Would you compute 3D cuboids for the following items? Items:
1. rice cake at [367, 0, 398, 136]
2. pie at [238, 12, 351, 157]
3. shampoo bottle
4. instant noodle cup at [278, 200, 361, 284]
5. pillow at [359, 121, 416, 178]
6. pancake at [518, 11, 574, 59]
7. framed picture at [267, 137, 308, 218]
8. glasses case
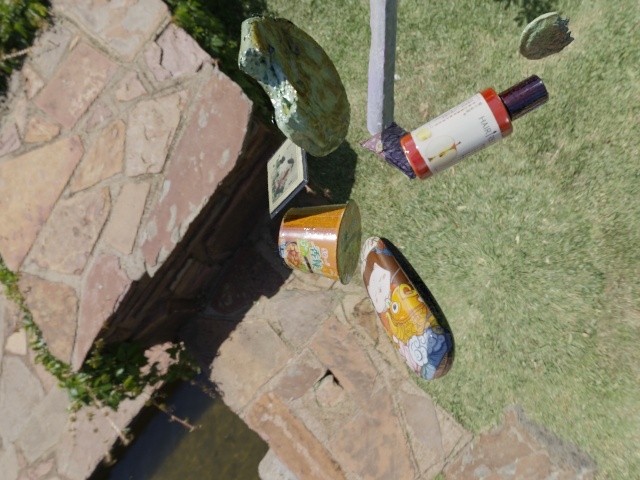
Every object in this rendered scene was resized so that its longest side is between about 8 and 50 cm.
[{"bbox_3d":[0.172,-0.484,1.129,0.070,0.064,0.400,28,127,48],"label":"rice cake"},{"bbox_3d":[-0.037,-0.301,0.784,0.066,0.302,0.303,-24,76,33],"label":"pie"},{"bbox_3d":[0.306,-0.230,0.815,0.277,0.104,0.105,-28,75,21],"label":"shampoo bottle"},{"bbox_3d":[0.000,0.000,1.138,0.182,0.230,0.231,5,88,20],"label":"instant noodle cup"},{"bbox_3d":[0.195,-0.219,0.981,0.118,0.043,0.185,-39,57,-10],"label":"pillow"},{"bbox_3d":[0.539,-0.485,0.979,0.116,0.129,0.023,-18,58,33],"label":"pancake"},{"bbox_3d":[-0.091,-0.182,1.048,0.195,0.010,0.200,-38,49,45],"label":"framed picture"},{"bbox_3d":[0.156,0.118,0.796,0.321,0.081,0.122,-116,24,-47],"label":"glasses case"}]
